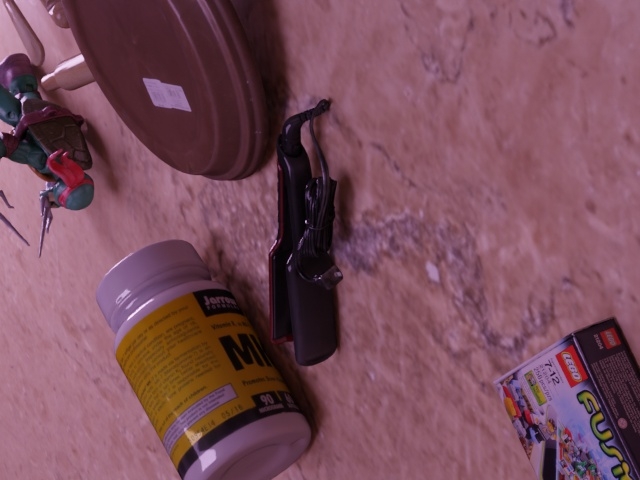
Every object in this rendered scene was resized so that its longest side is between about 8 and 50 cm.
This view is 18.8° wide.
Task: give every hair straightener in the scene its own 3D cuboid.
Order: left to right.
[{"bbox_3d":[0.000,0.000,1.506,0.089,0.047,0.230,39,133,45],"label":"hair straightener"}]

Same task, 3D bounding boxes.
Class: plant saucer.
[{"bbox_3d":[-0.139,-0.166,1.588,0.278,0.041,0.278,44,152,30],"label":"plant saucer"}]

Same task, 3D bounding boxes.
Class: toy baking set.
[{"bbox_3d":[-0.242,-0.235,1.806,0.256,0.030,0.197,-20,83,56],"label":"toy baking set"}]

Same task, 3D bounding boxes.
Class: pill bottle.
[{"bbox_3d":[-0.105,0.110,1.667,0.208,0.119,0.119,58,149,23],"label":"pill bottle"}]

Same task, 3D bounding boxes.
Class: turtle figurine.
[{"bbox_3d":[-0.280,-0.087,1.876,0.234,0.118,0.175,58,-170,26],"label":"turtle figurine"}]

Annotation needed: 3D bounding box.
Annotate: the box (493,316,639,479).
[{"bbox_3d":[0.193,0.163,1.255,0.207,0.036,0.114,66,151,11],"label":"box"}]
